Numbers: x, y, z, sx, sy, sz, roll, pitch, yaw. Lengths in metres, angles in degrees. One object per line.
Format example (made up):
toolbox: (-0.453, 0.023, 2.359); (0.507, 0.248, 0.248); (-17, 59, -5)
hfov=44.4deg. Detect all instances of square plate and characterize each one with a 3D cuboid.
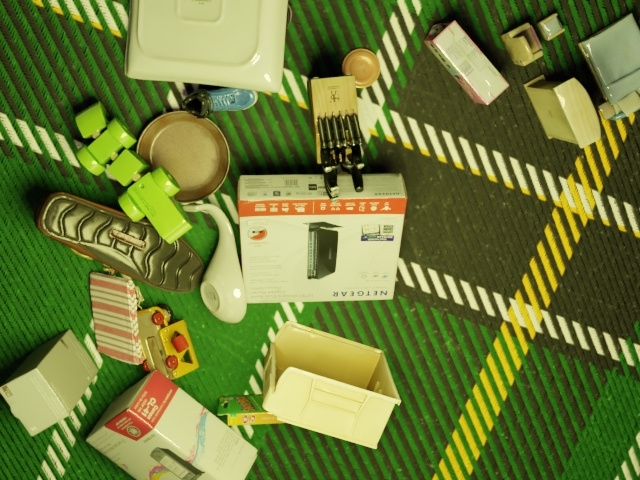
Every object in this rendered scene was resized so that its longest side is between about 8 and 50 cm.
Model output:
square plate: (-0.234, -0.483, 1.563); (0.347, 0.049, 0.344); (8, 102, 13)

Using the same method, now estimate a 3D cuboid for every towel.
towel: (-0.449, 0.169, 1.725); (0.144, 0.029, 0.197); (8, 107, 38)

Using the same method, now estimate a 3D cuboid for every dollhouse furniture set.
dollhouse furniture set: (0.591, -0.375, 1.624); (0.303, 0.198, 0.286); (-29, 104, 2)

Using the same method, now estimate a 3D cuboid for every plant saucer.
plant saucer: (-0.294, -0.180, 1.689); (0.199, 0.036, 0.198); (-1, 104, -4)
plant saucer: (0.087, -0.369, 1.683); (0.083, 0.013, 0.083); (-1, 104, -4)

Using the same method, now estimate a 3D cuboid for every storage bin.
storage bin: (0.014, 0.304, 1.708); (0.260, 0.262, 0.123); (19, 103, -8)

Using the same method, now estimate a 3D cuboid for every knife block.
knife block: (0.030, -0.208, 1.578); (0.088, 0.275, 0.242); (-5, 101, -3)

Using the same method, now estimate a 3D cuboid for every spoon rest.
spoon rest: (-0.216, 0.047, 1.671); (0.084, 0.137, 0.276); (-24, 110, -39)

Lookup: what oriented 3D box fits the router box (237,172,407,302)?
router box: (0.000, 0.000, 1.658); (0.335, 0.082, 0.301); (-2, 133, -3)

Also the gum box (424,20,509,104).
gum box: (0.300, -0.377, 1.648); (0.062, 0.107, 0.188); (-42, 102, 6)

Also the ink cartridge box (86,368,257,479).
ink cartridge box: (-0.329, 0.455, 1.739); (0.306, 0.131, 0.226); (43, 131, -11)

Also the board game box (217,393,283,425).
board game box: (-0.102, 0.381, 1.786); (0.259, 0.124, 0.039); (1, 98, -4)

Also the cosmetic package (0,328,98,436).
cosmetic package: (-0.575, 0.297, 1.675); (0.107, 0.238, 0.127); (-30, 104, 3)

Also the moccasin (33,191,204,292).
moccasin: (-0.425, 0.011, 1.674); (0.380, 0.147, 0.139); (19, 85, -27)

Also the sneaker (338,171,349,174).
sneaker: (-0.014, -0.074, 1.717); (0.225, 0.092, 0.088); (-24, 143, 14)

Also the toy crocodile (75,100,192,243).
toy crocodile: (-0.388, -0.142, 1.617); (0.115, 0.105, 0.340); (-42, 87, 5)

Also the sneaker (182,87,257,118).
sneaker: (-0.211, -0.286, 1.622); (0.152, 0.084, 0.058); (3, 117, 15)

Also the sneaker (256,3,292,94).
sneaker: (-0.126, -0.396, 1.618); (0.083, 0.098, 0.223); (21, 100, -8)

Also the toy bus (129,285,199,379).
toy bus: (-0.344, 0.211, 1.739); (0.191, 0.104, 0.202); (37, 123, 24)
